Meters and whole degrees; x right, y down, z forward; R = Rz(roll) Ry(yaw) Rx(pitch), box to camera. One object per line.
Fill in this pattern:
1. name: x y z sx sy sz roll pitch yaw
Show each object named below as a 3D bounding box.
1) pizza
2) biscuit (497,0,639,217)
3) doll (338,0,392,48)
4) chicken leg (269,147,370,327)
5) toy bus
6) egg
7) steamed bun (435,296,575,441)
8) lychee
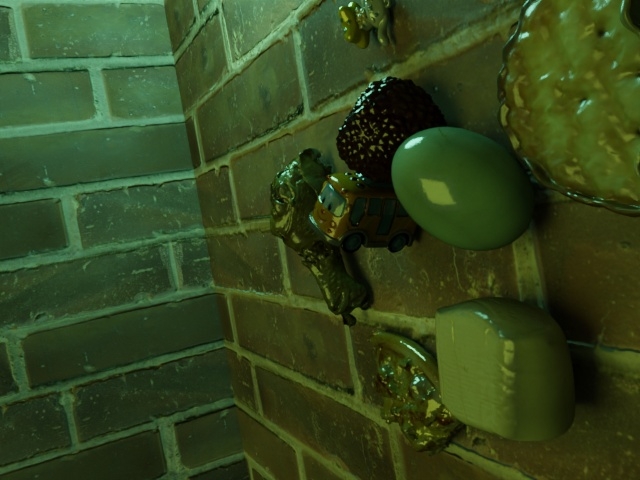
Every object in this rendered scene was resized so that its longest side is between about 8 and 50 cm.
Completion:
1. pizza: 0.185 0.325 1.239 0.323 0.090 0.223 37 129 55
2. biscuit: 0.343 -0.209 0.718 0.329 0.078 0.335 -123 34 -43
3. doll: 0.099 -0.425 1.153 0.113 0.072 0.135 -49 61 36
4. chicken leg: 0.000 0.000 1.426 0.152 0.201 0.429 64 -179 -76
5. toy bus: 0.090 -0.062 1.144 0.126 0.210 0.136 51 133 47
6. egg: 0.212 -0.081 0.905 0.231 0.168 0.168 37 136 24
7. steamed bun: 0.280 0.182 0.904 0.250 0.155 0.199 -176 80 -70
8. lychee: 0.131 -0.185 1.050 0.188 0.188 0.188 35 130 55
